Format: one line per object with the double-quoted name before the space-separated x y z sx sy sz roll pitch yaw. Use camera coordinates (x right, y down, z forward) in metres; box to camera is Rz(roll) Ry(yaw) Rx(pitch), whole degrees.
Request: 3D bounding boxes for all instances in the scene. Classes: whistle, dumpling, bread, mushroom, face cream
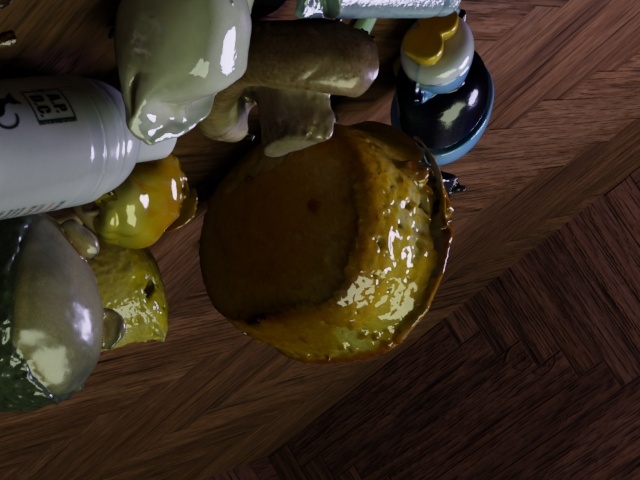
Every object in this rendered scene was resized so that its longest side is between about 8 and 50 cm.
"whistle" 0.067 -0.289 1.766 0.062 0.062 0.312 -41 164 32
"dumpling" -0.124 -0.222 1.561 0.179 0.131 0.252 -11 119 -58
"bread" 0.002 -0.002 2.099 0.358 0.336 0.204 -18 162 36
"mushroom" -0.076 -0.184 1.738 0.151 0.156 0.286 6 164 -41
"bread" -0.294 0.064 2.003 0.170 0.197 0.197 -22 163 -18
"face cream" -0.280 -0.105 1.589 0.370 0.145 0.145 -16 158 -49

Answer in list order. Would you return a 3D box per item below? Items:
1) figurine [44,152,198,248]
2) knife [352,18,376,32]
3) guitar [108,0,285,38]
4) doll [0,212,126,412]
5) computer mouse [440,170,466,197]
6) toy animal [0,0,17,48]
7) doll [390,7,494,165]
"figurine" -0.276 -0.038 1.872 0.246 0.131 0.156 -20 -173 6
"knife" 0.080 -0.309 1.886 0.043 0.020 0.293 -22 160 -29
"guitar" -0.126 -0.254 1.638 0.233 0.025 0.088 -23 160 -29
"doll" -0.400 0.076 1.681 0.350 0.247 0.247 -10 173 21
"computer mouse" 0.106 -0.082 2.476 0.264 0.088 0.147 -8 175 9
"toy animal" -0.280 -0.234 1.288 0.243 0.087 0.260 -39 166 20
"doll" 0.168 -0.215 2.140 0.177 0.141 0.314 -59 159 -19
